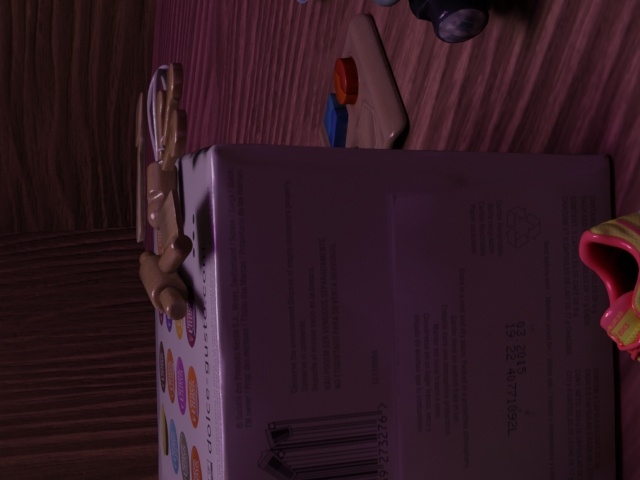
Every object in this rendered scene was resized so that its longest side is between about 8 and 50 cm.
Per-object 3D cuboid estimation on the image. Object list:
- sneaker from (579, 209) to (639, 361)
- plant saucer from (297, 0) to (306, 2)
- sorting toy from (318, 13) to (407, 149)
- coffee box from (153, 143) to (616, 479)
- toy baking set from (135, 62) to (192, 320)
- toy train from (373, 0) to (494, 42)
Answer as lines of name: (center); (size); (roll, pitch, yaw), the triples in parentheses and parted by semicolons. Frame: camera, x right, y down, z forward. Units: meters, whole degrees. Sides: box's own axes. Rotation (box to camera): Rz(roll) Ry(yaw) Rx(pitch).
sneaker: (0.238, 0.067, 0.690); (0.081, 0.094, 0.209); (109, 151, -47)
plant saucer: (-0.010, -0.449, 1.492); (0.195, 0.037, 0.195); (178, 90, -72)
sorting toy: (0.054, -0.115, 1.336); (0.229, 0.041, 0.307); (110, 152, -52)
coffee box: (0.035, 0.090, 0.936); (0.334, 0.338, 0.338); (-175, 84, -72)
toy baking set: (-0.126, -0.047, 0.836); (0.256, 0.030, 0.197); (-153, 67, -71)
toy train: (0.120, -0.354, 0.954); (0.190, 0.142, 0.334); (-48, 45, 50)
